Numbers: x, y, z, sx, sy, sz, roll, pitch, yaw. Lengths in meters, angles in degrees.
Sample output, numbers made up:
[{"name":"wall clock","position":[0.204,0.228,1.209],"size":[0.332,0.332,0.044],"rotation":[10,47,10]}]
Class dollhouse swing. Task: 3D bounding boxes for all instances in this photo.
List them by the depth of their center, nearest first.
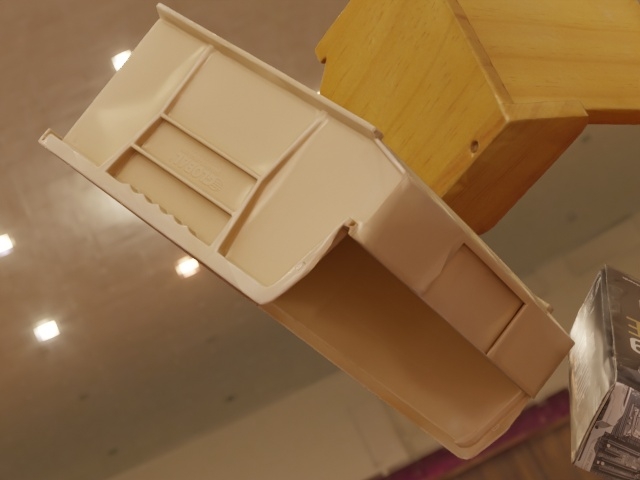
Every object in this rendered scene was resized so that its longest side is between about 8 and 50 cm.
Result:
[{"name":"dollhouse swing","position":[0.232,-0.191,2.123],"size":[0.305,0.346,0.315],"rotation":[10,-47,-38]}]

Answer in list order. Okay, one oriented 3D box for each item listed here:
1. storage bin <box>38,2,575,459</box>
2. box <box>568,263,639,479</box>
[{"name":"storage bin","position":[0.000,0.000,1.083],"size":[0.123,0.260,0.262],"rotation":[-52,-41,-3]},{"name":"box","position":[0.336,0.148,1.237],"size":[0.242,0.307,0.076],"rotation":[-65,0,-71]}]
